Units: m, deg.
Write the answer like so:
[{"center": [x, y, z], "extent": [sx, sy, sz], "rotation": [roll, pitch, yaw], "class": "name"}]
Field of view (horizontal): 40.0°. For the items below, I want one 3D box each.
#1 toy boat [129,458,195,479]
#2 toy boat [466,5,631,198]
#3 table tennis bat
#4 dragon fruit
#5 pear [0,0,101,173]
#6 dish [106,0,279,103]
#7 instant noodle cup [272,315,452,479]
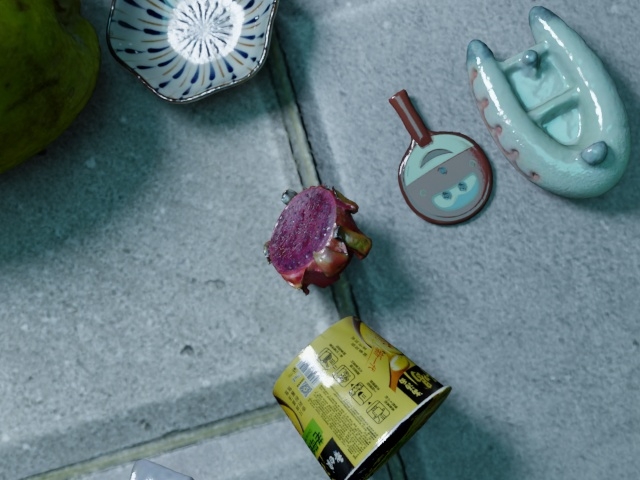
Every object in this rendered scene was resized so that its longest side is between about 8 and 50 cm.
[{"center": [-0.226, 0.375, 0.871], "extent": [0.293, 0.111, 0.276], "rotation": [-19, 82, 15], "class": "toy boat"}, {"center": [0.237, -0.139, 0.895], "extent": [0.134, 0.079, 0.207], "rotation": [-26, 80, -1], "class": "toy boat"}, {"center": [0.119, -0.089, 0.930], "extent": [0.098, 0.019, 0.154], "rotation": [-30, 85, 1], "class": "table tennis bat"}, {"center": [0.001, 0.004, 0.897], "extent": [0.068, 0.126, 0.112], "rotation": [32, 78, -34], "class": "dragon fruit"}, {"center": [-0.430, -0.210, 0.842], "extent": [0.413, 0.352, 0.352], "rotation": [-5, 83, -5], "class": "pear"}, {"center": [-0.131, -0.232, 0.943], "extent": [0.191, 0.066, 0.190], "rotation": [-1, 84, 8], "class": "dish"}, {"center": [0.035, 0.152, 0.848], "extent": [0.151, 0.151, 0.122], "rotation": [-42, 74, -1], "class": "instant noodle cup"}]
